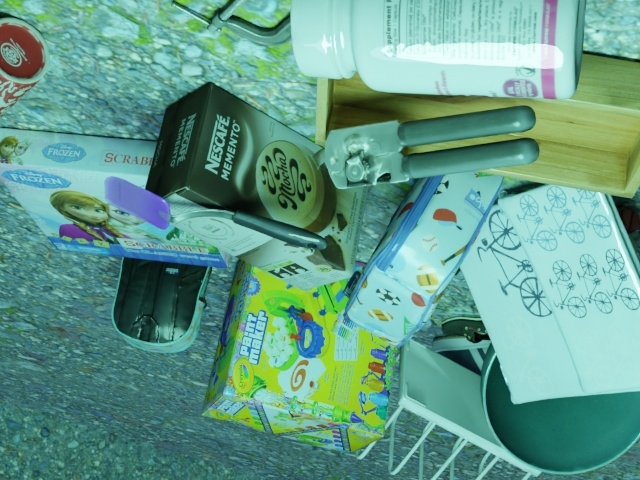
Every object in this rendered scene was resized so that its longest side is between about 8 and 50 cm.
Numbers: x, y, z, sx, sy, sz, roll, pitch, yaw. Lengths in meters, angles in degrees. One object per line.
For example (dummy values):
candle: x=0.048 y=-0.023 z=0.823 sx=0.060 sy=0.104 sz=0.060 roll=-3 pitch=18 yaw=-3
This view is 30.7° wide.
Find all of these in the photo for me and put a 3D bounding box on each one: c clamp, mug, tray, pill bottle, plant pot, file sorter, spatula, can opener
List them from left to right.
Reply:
mug: x=-0.449 y=-0.223 z=1.520 sx=0.150 sy=0.113 sz=0.169 roll=26 pitch=149 yaw=-33
spatula: x=-0.135 y=-0.029 z=1.495 sx=0.296 sy=0.030 sz=0.084 roll=11 pitch=151 yaw=-2
c clamp: x=-0.079 y=-0.269 z=1.358 sx=0.137 sy=0.022 sz=0.161 roll=26 pitch=153 yaw=-29
can opener: x=0.134 y=-0.112 z=1.403 sx=0.283 sy=0.076 sz=0.095 roll=-5 pitch=-177 yaw=32
pill bottle: x=0.123 y=-0.229 z=1.189 sx=0.283 sy=0.160 sz=0.160 roll=5 pitch=155 yaw=16
file sorter: x=0.223 y=0.340 z=2.056 sx=0.278 sy=0.193 sz=0.173 roll=28 pitch=117 yaw=-9
tray: x=0.203 y=-0.161 z=1.412 sx=0.411 sy=0.076 sz=0.203 roll=11 pitch=156 yaw=4
plant pot: x=0.399 y=0.224 z=1.981 sx=0.290 sy=0.290 sz=0.195 roll=15 pitch=-169 yaw=-8

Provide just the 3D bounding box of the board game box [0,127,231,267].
board game box: x=-0.324 y=-0.062 z=1.867 sx=0.319 sy=0.066 sz=0.318 roll=5 pitch=155 yaw=13

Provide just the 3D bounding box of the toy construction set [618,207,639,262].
toy construction set: x=0.437 y=0.106 z=1.692 sx=0.309 sy=0.237 sz=0.257 roll=-4 pitch=152 yaw=32

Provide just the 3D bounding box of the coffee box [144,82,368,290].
coffee box: x=-0.085 y=-0.068 z=1.625 sx=0.297 sy=0.168 sz=0.119 roll=27 pitch=151 yaw=-33

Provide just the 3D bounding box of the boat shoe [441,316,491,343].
boat shoe: x=0.281 y=0.166 z=2.135 sx=0.133 sy=0.042 sz=0.049 roll=-2 pitch=155 yaw=30

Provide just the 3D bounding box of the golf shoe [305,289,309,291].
golf shoe: x=0.000 y=0.000 z=1.883 sx=0.069 sy=0.086 sz=0.176 roll=43 pitch=142 yaw=20

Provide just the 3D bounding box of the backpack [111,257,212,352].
backpack: x=-0.284 y=0.107 z=2.070 sx=0.166 sy=0.188 sz=0.144 roll=10 pitch=156 yaw=1

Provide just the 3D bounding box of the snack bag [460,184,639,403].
snack bag: x=0.326 y=0.078 z=1.656 sx=0.037 sy=0.323 sz=0.342 roll=-27 pitch=-175 yaw=-35

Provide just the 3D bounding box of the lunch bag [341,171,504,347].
lunch bag: x=0.139 y=0.003 z=1.613 sx=0.115 sy=0.243 sz=0.303 roll=30 pitch=154 yaw=-1

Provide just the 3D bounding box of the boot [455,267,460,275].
boot: x=0.182 y=0.016 z=1.847 sx=0.099 sy=0.045 sz=0.121 roll=16 pitch=157 yaw=-3

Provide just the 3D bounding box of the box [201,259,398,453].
box: x=-0.025 y=0.180 z=1.994 sx=0.279 sy=0.290 sz=0.177 roll=18 pitch=156 yaw=-12

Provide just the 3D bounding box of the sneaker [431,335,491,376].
sneaker: x=0.329 y=0.256 z=2.173 sx=0.282 sy=0.153 sz=0.099 roll=-7 pitch=151 yaw=35
